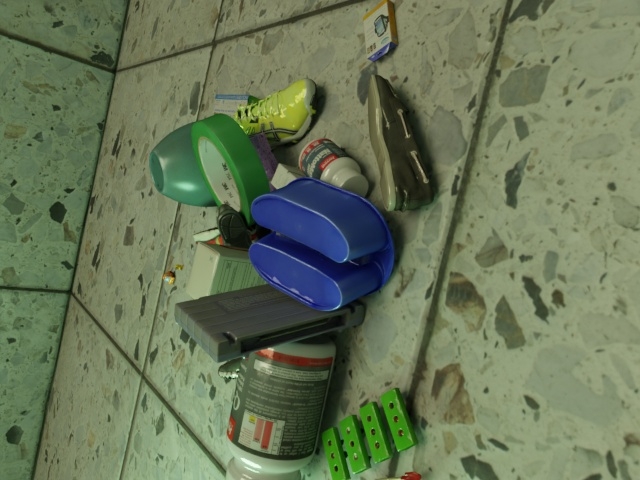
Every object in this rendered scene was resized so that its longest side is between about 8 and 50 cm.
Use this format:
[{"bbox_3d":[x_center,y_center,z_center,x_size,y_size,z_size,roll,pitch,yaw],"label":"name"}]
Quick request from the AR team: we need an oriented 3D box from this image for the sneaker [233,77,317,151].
[{"bbox_3d":[-0.155,-0.337,1.451,0.384,0.147,0.145,-27,60,44],"label":"sneaker"}]

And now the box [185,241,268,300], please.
[{"bbox_3d":[-0.212,0.101,1.350,0.126,0.232,0.149,24,100,50],"label":"box"}]

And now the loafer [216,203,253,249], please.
[{"bbox_3d":[-0.235,0.018,1.457,0.084,0.096,0.268,-125,22,-55],"label":"loafer"}]

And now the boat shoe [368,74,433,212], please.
[{"bbox_3d":[0.164,-0.210,1.087,0.112,0.095,0.335,97,169,-65],"label":"boat shoe"}]

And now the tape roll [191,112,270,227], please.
[{"bbox_3d":[-0.253,-0.192,1.438,0.321,0.077,0.321,45,151,34],"label":"tape roll"}]

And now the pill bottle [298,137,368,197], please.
[{"bbox_3d":[0.033,-0.160,1.208,0.180,0.107,0.108,49,119,44],"label":"pill bottle"}]

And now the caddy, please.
[{"bbox_3d":[0.000,0.000,1.129,0.341,0.179,0.242,25,120,32],"label":"caddy"}]

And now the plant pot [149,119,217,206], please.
[{"bbox_3d":[-0.442,-0.238,1.671,0.290,0.195,0.291,29,126,49],"label":"plant pot"}]

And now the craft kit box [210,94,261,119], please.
[{"bbox_3d":[-0.307,-0.363,1.721,0.249,0.060,0.247,22,97,51],"label":"craft kit box"}]

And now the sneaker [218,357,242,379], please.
[{"bbox_3d":[-0.202,0.328,1.415,0.234,0.078,0.106,-20,64,43],"label":"sneaker"}]

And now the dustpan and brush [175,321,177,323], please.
[{"bbox_3d":[-0.414,0.251,1.704,0.211,0.060,0.147,-28,61,45],"label":"dustpan and brush"}]

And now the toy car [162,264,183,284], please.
[{"bbox_3d":[-0.565,0.115,1.940,0.122,0.040,0.060,-52,46,31],"label":"toy car"}]

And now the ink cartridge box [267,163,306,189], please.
[{"bbox_3d":[-0.054,-0.141,1.313,0.180,0.104,0.060,45,116,46],"label":"ink cartridge box"}]

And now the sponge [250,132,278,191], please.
[{"bbox_3d":[-0.157,-0.184,1.441,0.117,0.031,0.210,-22,92,48],"label":"sponge"}]

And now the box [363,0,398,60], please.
[{"bbox_3d":[0.142,-0.491,1.213,0.081,0.028,0.136,-21,68,47],"label":"box"}]

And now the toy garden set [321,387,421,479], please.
[{"bbox_3d":[0.115,0.440,1.017,0.244,0.049,0.204,-45,48,35],"label":"toy garden set"}]

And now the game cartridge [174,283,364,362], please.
[{"bbox_3d":[-0.111,0.161,1.119,0.230,0.354,0.068,16,110,53],"label":"game cartridge"}]

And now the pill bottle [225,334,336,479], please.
[{"bbox_3d":[-0.098,0.386,1.160,0.210,0.210,0.363,13,92,52],"label":"pill bottle"}]

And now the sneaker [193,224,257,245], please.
[{"bbox_3d":[-0.282,0.009,1.587,0.279,0.107,0.119,-8,101,45],"label":"sneaker"}]
